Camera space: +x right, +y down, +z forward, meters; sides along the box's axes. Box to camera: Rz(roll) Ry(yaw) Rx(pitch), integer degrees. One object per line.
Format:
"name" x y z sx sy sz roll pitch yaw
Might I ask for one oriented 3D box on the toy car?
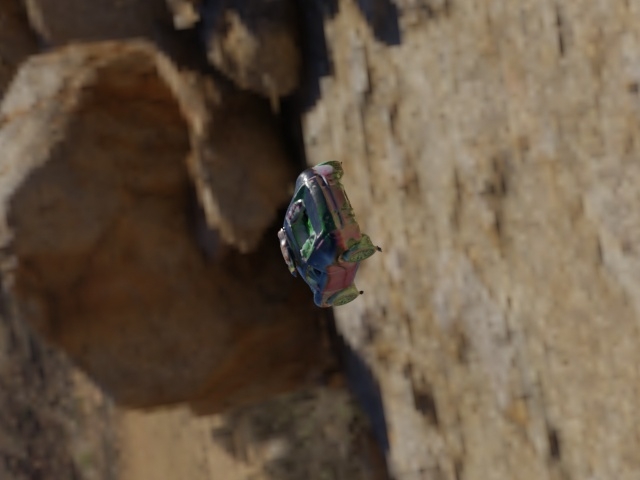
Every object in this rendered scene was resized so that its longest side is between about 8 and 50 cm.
"toy car" 0.000 0.000 1.259 0.142 0.055 0.069 105 145 -67
